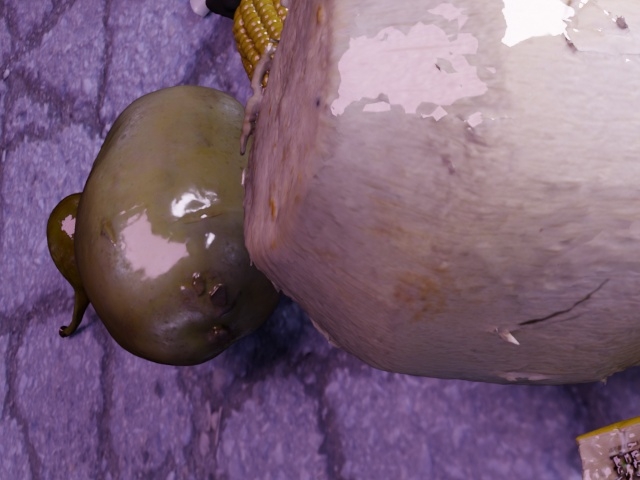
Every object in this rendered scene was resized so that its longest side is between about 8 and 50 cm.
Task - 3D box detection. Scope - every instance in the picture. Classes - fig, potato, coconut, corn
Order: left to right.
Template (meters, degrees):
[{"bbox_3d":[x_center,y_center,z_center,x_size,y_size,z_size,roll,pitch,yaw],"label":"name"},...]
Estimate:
[{"bbox_3d":[-0.322,0.046,1.234,0.124,0.124,0.236,47,123,46],"label":"fig"},{"bbox_3d":[-0.150,-0.014,0.979,0.243,0.221,0.326,-39,43,37],"label":"potato"},{"bbox_3d":[-0.015,-0.172,0.991,0.119,0.119,0.321,-42,53,26],"label":"corn"},{"bbox_3d":[0.138,-0.066,0.634,0.346,0.360,0.346,-173,90,-74],"label":"coconut"}]

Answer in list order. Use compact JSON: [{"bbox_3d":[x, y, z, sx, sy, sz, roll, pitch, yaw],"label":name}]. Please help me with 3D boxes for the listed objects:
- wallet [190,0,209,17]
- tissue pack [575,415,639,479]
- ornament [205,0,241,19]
[{"bbox_3d":[-0.138,-0.371,1.270,0.122,0.025,0.061,-42,50,27],"label":"wallet"},{"bbox_3d":[0.261,0.142,0.562,0.169,0.120,0.082,-29,51,37],"label":"tissue pack"},{"bbox_3d":[-0.036,-0.416,1.139,0.251,0.106,0.260,-28,50,33],"label":"ornament"}]
